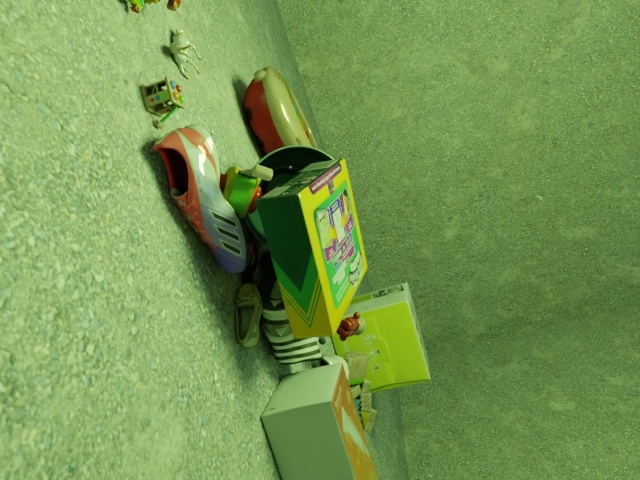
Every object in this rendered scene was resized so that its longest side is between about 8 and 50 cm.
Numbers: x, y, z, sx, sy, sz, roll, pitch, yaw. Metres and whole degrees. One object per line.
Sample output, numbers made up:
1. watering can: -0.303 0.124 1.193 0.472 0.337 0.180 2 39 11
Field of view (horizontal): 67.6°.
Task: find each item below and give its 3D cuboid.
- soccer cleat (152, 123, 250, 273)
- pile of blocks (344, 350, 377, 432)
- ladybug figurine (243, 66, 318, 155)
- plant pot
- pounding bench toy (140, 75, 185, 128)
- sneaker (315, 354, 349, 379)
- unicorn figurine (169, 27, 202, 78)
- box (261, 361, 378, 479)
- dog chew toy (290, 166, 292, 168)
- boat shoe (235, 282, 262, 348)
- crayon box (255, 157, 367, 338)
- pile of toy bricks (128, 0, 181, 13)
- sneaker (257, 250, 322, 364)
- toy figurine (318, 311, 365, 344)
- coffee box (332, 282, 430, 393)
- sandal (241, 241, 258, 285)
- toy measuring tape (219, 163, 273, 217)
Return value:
1. soccer cleat: -0.235 -0.064 0.949 0.116 0.109 0.317 -40 121 -52
2. pile of blocks: 0.112 0.567 1.799 0.113 0.149 0.361 17 -57 50
3. ladybug figurine: -0.134 -0.386 1.658 0.305 0.162 0.449 -101 166 -46
4. plant pot: -0.084 -0.126 1.355 0.196 0.293 0.292 -137 -153 -70
5. pounding bench toy: -0.301 -0.267 0.938 0.052 0.065 0.083 -5 80 -79
6. sneaker: 0.032 0.498 1.500 0.129 0.111 0.296 37 32 -47
7. unicorn figurine: -0.322 -0.445 1.133 0.161 0.060 0.111 62 3 33
8. box: 0.012 0.505 1.140 0.215 0.169 0.344 -46 119 -77
9. dog chew toy: -0.059 -0.076 1.569 0.206 0.207 0.331 -22 105 -79
10. boat shoe: -0.163 0.160 1.059 0.048 0.056 0.152 66 20 -58
11. crayon box: 0.000 0.000 1.117 0.363 0.106 0.312 -50 130 -64
12. pile of toy bricks: -0.358 -0.507 0.947 0.212 0.118 0.105 58 50 -83
13. sneaker: -0.074 0.178 1.324 0.447 0.169 0.257 -70 155 -67
14. toy figurine: 0.023 0.216 1.496 0.148 0.210 0.212 14 60 -65
15. coffee box: 0.251 0.411 2.023 0.334 0.339 0.337 -38 112 -78
16. sandal: -0.174 0.050 1.188 0.067 0.040 0.179 52 25 -63
17. toy measuring tape: -0.175 -0.100 1.041 0.330 0.122 0.121 14 -56 68
